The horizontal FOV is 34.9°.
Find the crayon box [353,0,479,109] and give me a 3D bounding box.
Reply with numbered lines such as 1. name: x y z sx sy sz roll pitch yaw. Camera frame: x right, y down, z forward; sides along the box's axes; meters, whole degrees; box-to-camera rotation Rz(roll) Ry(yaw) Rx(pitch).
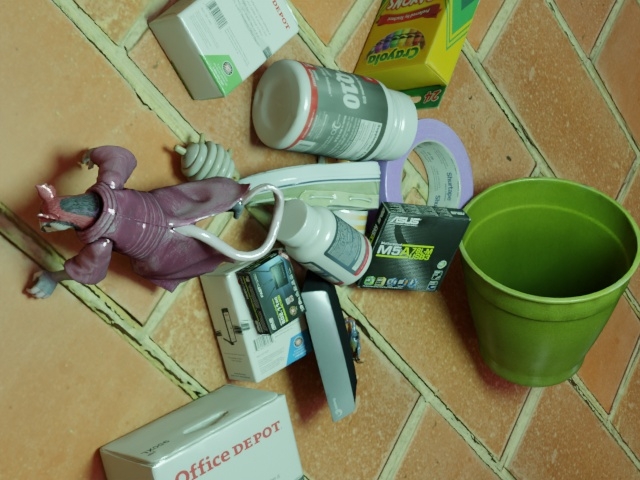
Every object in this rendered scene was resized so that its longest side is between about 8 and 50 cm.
1. crayon box: 0.191 -0.404 2.013 0.081 0.202 0.318 36 65 -37

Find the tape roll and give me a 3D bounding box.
1. tape roll: 0.196 -0.111 2.097 0.275 0.090 0.274 1 89 -43

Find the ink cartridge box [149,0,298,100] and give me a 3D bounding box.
1. ink cartridge box: -0.161 -0.368 1.754 0.219 0.093 0.160 -47 121 -33

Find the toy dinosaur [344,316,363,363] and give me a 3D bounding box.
1. toy dinosaur: 0.060 0.196 2.017 0.090 0.047 0.082 56 37 -69

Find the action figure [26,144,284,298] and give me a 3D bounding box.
1. action figure: -0.276 -0.011 1.543 0.370 0.276 0.248 11 88 -57

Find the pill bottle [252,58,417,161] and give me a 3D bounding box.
1. pill bottle: 0.032 -0.232 1.875 0.283 0.161 0.161 5 87 -38

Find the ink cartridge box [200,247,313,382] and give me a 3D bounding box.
1. ink cartridge box: -0.112 0.129 1.807 0.148 0.086 0.203 -25 106 -41

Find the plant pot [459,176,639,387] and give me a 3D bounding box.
1. plant pot: 0.467 0.115 2.162 0.366 0.366 0.353 -44 146 -34

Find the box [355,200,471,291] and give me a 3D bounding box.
1. box: 0.177 0.015 1.995 0.191 0.045 0.184 5 126 -27

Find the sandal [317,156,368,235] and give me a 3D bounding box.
1. sandal: 0.044 -0.068 1.961 0.102 0.076 0.265 -6 94 -43

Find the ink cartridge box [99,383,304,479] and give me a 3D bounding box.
1. ink cartridge box: -0.168 0.476 1.700 0.285 0.166 0.394 -23 106 -42

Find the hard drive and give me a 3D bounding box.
1. hard drive: 0.019 0.189 1.892 0.172 0.054 0.254 -75 152 -75

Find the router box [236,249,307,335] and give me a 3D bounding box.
1. router box: -0.083 0.089 1.748 0.092 0.038 0.122 -32 110 -38

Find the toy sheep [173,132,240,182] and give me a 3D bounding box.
1. toy sheep: -0.194 -0.130 1.733 0.132 0.091 0.091 25 72 -26

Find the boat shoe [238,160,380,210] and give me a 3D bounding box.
1. boat shoe: -0.016 -0.087 1.847 0.302 0.109 0.094 -8 88 -26

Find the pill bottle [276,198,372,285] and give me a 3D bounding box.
1. pill bottle: 0.000 0.000 1.800 0.180 0.108 0.108 35 67 -45
